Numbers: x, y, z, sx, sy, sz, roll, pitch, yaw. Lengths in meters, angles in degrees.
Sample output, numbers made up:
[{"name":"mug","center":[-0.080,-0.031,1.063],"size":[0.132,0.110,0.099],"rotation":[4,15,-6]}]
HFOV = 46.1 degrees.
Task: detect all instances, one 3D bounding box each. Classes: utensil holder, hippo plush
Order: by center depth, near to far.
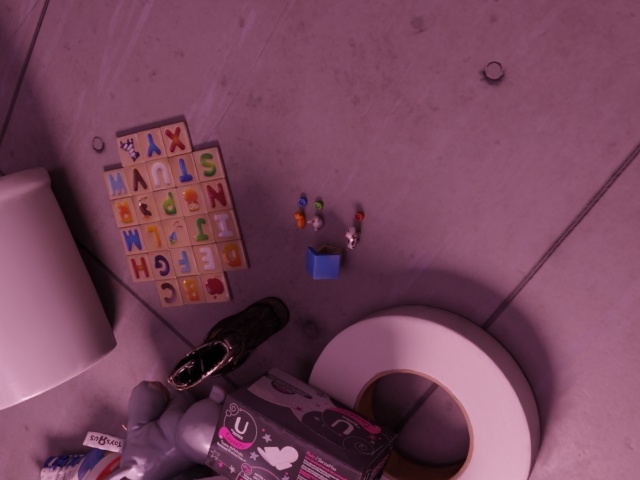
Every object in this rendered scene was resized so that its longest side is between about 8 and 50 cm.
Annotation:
[{"name":"hippo plush","center":[-0.242,0.337,1.380],"size":[0.236,0.294,0.234],"rotation":[-31,57,25]},{"name":"utensil holder","center":[-0.613,0.095,1.463],"size":[0.327,0.327,0.385],"rotation":[-17,100,31]}]

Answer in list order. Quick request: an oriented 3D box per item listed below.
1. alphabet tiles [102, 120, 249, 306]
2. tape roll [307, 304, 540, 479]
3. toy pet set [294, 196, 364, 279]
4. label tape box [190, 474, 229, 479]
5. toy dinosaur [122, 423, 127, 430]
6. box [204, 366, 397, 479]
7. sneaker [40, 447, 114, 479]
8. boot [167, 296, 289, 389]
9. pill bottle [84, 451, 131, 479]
[{"name":"alphabet tiles","center":[-0.277,-0.041,1.414],"size":[0.285,0.011,0.343],"rotation":[-7,102,30]},{"name":"tape roll","center":[0.158,0.299,1.237],"size":[0.392,0.072,0.392],"rotation":[7,105,27]},{"name":"toy pet set","center":[0.000,0.000,1.246],"size":[0.122,0.065,0.114],"rotation":[14,112,24]},{"name":"label tape box","center":[-0.158,0.500,1.349],"size":[0.249,0.347,0.115],"rotation":[112,147,-55]},{"name":"toy dinosaur","center":[-0.331,0.416,1.507],"size":[0.112,0.211,0.064],"rotation":[3,67,-7]},{"name":"box","center":[-0.029,0.333,1.210],"size":[0.247,0.163,0.142],"rotation":[27,109,20]},{"name":"sneaker","center":[-0.573,0.535,1.699],"size":[0.131,0.112,0.296],"rotation":[46,120,8]},{"name":"boot","center":[-0.190,0.198,1.314],"size":[0.263,0.229,0.091],"rotation":[-41,85,31]},{"name":"pill bottle","center":[-0.330,0.577,1.542],"size":[0.318,0.176,0.176],"rotation":[21,115,21]}]
